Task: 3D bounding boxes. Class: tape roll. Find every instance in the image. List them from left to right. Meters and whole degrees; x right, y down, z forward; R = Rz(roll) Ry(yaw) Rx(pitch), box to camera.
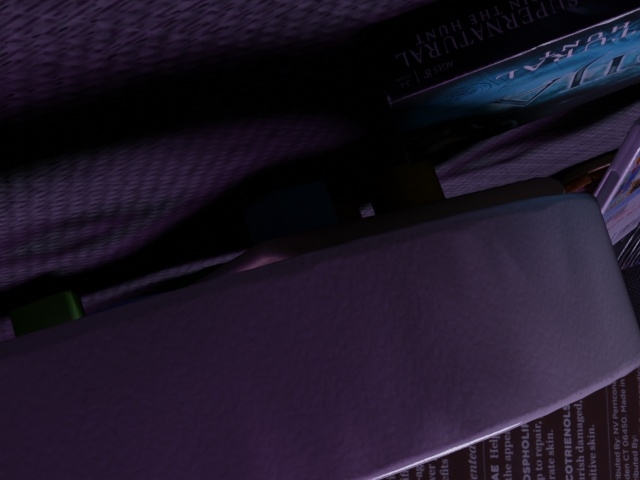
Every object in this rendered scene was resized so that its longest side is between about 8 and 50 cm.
[{"bbox_3d":[-0.063,0.071,0.532,0.392,0.072,0.392,-16,175,-2],"label":"tape roll"}]

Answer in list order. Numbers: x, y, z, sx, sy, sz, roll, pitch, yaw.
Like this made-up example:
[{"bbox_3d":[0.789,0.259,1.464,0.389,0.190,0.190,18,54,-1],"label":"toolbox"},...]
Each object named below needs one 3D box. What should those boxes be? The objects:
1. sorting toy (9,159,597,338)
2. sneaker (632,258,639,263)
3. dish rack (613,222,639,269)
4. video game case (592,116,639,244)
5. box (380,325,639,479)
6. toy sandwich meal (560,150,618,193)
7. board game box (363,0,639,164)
[{"bbox_3d":[0.000,0.000,0.664,0.348,0.047,0.196,-13,174,-38],"label":"sorting toy"},{"bbox_3d":[0.444,-0.030,1.424,0.090,0.081,0.232,-17,179,-35],"label":"sneaker"},{"bbox_3d":[0.346,0.043,1.097,0.074,0.271,0.208,-60,158,16],"label":"dish rack"},{"bbox_3d":[0.168,-0.033,0.685,0.087,0.011,0.122,-32,155,-38],"label":"video game case"},{"bbox_3d":[0.052,0.128,0.900,0.381,0.143,0.191,6,168,-23],"label":"box"},{"bbox_3d":[0.205,-0.042,0.910,0.085,0.029,0.085,-19,172,-3],"label":"toy sandwich meal"},{"bbox_3d":[0.111,-0.078,0.450,0.186,0.026,0.126,-20,172,5],"label":"board game box"}]
